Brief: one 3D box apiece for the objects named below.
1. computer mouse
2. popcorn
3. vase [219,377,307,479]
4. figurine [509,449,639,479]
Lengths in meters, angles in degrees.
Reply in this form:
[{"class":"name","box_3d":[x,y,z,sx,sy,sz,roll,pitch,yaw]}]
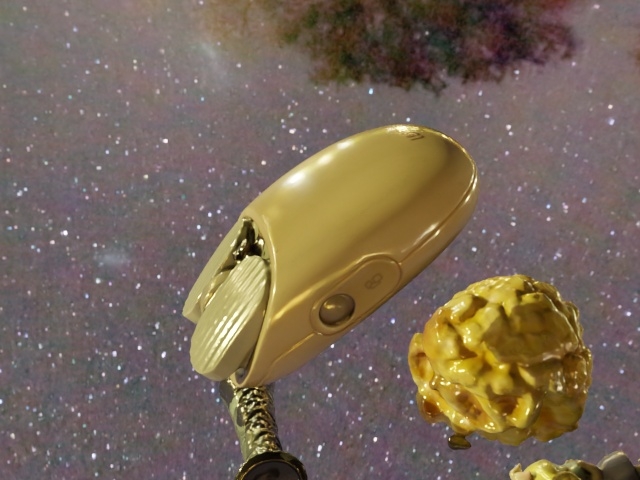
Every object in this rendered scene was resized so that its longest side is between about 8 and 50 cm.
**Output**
[{"class":"computer mouse","box_3d":[0.000,0.000,0.415,0.236,0.082,0.145,-37,-150,3]},{"class":"popcorn","box_3d":[0.174,0.121,0.569,0.180,0.180,0.170,26,-127,19]},{"class":"vase","box_3d":[-0.055,0.166,0.510,0.059,0.059,0.167,0,-166,-14]},{"class":"figurine","box_3d":[0.234,0.297,0.567,0.236,0.127,0.155,-14,-111,9]}]
